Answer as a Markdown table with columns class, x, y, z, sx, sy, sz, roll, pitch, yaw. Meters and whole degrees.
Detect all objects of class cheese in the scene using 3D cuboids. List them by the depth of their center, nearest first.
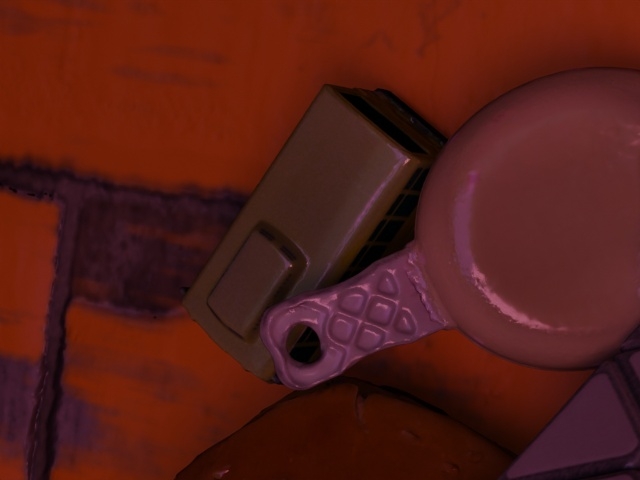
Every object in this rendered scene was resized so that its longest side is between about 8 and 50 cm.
| class | x | y | z | sx | sy | sz | roll | pitch | yaw |
| --- | --- | --- | --- | --- | --- | --- | --- | --- | --- |
| cheese | 0.088 | -0.008 | 1.034 | 0.249 | 0.071 | 0.163 | -4 | 86 | 1 |

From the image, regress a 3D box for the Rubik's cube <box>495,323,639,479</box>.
| class | x | y | z | sx | sy | sz | roll | pitch | yaw |
| --- | --- | --- | --- | --- | --- | --- | --- | --- | --- |
| Rubik's cube | 0.199 | 0.152 | 0.911 | 0.233 | 0.228 | 0.229 | 35 | 113 | 29 |

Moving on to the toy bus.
| class | x | y | z | sx | sy | sz | roll | pitch | yaw |
| --- | --- | --- | --- | --- | --- | --- | --- | --- | --- |
| toy bus | 0.000 | 0.000 | 1.117 | 0.088 | 0.101 | 0.175 | 41 | 107 | 23 |

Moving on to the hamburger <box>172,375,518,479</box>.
| class | x | y | z | sx | sy | sz | roll | pitch | yaw |
| --- | --- | --- | --- | --- | --- | --- | --- | --- | --- |
| hamburger | 0.026 | 0.232 | 1.060 | 0.304 | 0.174 | 0.284 | 33 | 91 | 18 |
